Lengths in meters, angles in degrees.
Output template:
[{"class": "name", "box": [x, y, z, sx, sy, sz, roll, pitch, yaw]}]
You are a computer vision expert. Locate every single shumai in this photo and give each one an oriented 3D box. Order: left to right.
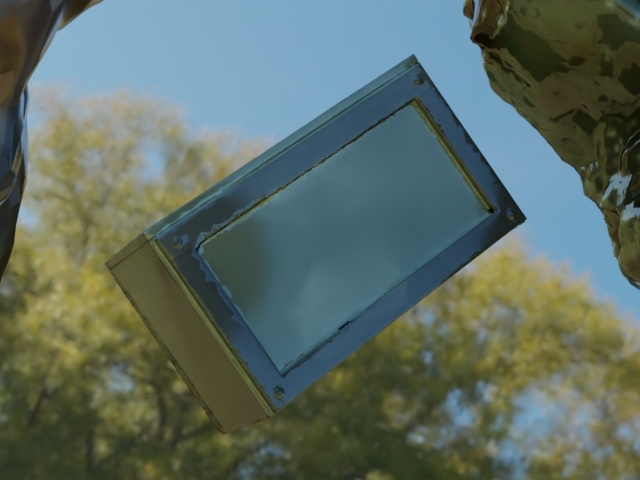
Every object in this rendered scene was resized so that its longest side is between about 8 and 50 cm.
[{"class": "shumai", "box": [0.261, -0.137, 1.093, 0.323, 0.397, 0.324, 39, -63, 10]}]

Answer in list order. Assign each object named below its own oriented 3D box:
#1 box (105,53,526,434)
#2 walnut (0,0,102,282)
[{"class": "box", "box": [0.000, 0.000, 1.028, 0.129, 0.225, 0.086, 55, -28, -2]}, {"class": "walnut", "box": [-0.248, -0.078, 0.552, 0.384, 0.383, 0.383, 18, -23, 8]}]
